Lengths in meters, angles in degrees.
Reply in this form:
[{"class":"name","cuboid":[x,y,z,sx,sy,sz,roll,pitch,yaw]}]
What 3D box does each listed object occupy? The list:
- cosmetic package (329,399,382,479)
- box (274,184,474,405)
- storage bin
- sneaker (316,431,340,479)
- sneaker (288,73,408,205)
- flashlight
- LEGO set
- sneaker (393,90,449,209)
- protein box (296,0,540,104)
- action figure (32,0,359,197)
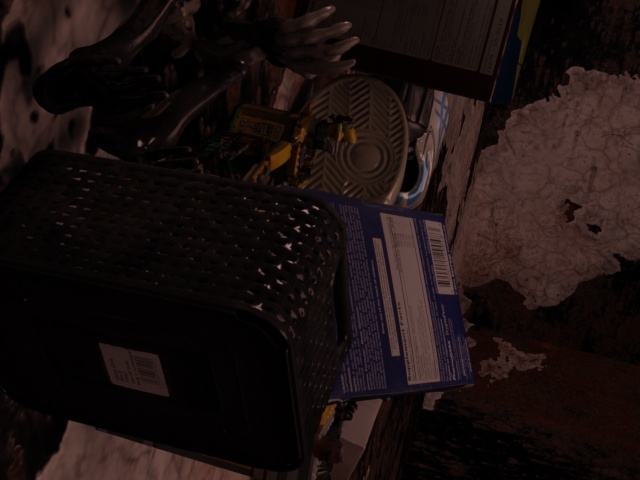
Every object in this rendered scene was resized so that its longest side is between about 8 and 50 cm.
[{"class":"cosmetic package","cuboid":[0.019,0.316,1.392,0.099,0.060,0.239,-66,178,-46]},{"class":"box","cuboid":[0.032,0.040,0.652,0.225,0.036,0.136,8,70,-57]},{"class":"storage bin","cuboid":[-0.082,0.035,0.489,0.084,0.180,0.122,-63,157,-43]},{"class":"sneaker","cuboid":[-0.021,0.239,1.142,0.296,0.105,0.147,78,23,-71]},{"class":"sneaker","cuboid":[0.000,0.000,0.998,0.148,0.131,0.350,117,-11,-74]},{"class":"flashlight","cuboid":[0.091,-0.069,1.315,0.103,0.103,0.304,40,65,-75]},{"class":"LEGO set","cuboid":[-0.022,0.031,0.729,0.331,0.192,0.255,-33,135,-72]},{"class":"sneaker","cuboid":[0.150,-0.164,1.524,0.086,0.085,0.237,30,71,-69]},{"class":"protein box","cuboid":[0.103,-0.225,0.961,0.200,0.201,0.136,-24,129,-72]},{"class":"action figure","cuboid":[-0.046,-0.157,0.562,0.164,0.141,0.275,67,39,-51]}]
